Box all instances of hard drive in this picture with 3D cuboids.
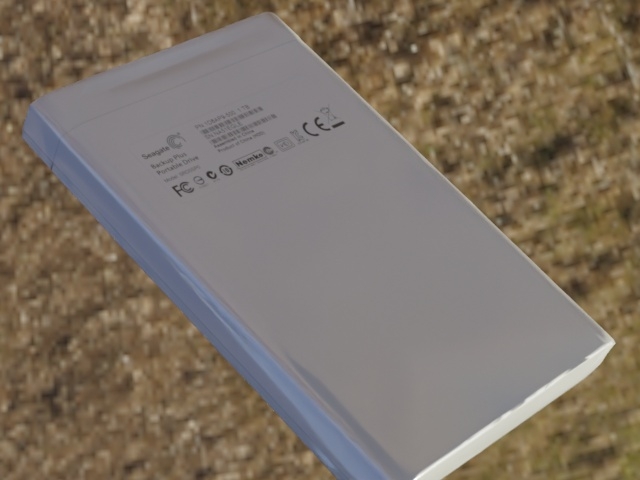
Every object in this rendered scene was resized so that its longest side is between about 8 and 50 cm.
[{"bbox_3d":[0.000,0.000,1.103,0.233,0.353,0.047,-27,154,-41],"label":"hard drive"}]
